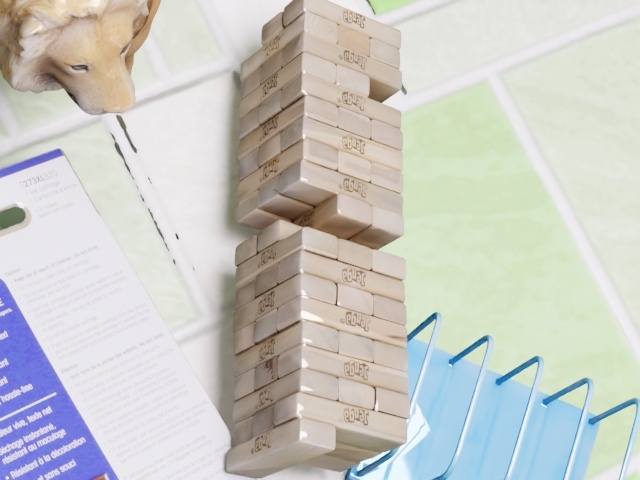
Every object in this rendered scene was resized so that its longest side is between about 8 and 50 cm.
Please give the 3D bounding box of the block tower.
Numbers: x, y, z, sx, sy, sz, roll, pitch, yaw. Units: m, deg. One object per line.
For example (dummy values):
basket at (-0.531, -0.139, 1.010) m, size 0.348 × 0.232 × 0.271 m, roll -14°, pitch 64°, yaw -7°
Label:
block tower at (0.000, 0.000, 1.144) m, size 0.097 × 0.091 × 0.335 m, roll 17°, pitch 60°, yaw -29°

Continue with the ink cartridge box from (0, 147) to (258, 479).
ink cartridge box at (-0.158, 0.129, 1.075) m, size 0.175 × 0.069 × 0.371 m, roll -25°, pitch 82°, yaw -39°

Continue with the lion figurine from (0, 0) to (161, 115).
lion figurine at (-0.096, -0.228, 1.139) m, size 0.142 × 0.240 × 0.392 m, roll 39°, pitch 66°, yaw -1°

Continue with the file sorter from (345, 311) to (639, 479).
file sorter at (0.126, 0.140, 1.156) m, size 0.170 × 0.104 × 0.118 m, roll 23°, pitch 68°, yaw -8°
